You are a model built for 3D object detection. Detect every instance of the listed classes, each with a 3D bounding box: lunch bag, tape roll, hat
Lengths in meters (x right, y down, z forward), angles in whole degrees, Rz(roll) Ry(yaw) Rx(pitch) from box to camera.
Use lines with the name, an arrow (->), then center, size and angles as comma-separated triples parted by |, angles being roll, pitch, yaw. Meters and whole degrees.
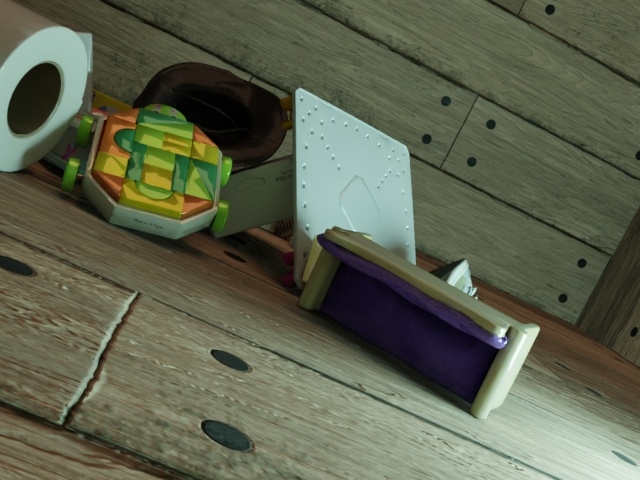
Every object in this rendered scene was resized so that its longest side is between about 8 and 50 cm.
lunch bag -> -0.454, -0.186, 1.526 | 0.224, 0.107, 0.279 | 18, 10, -45
tape roll -> -0.506, -0.251, 1.225 | 0.169, 0.246, 0.246 | 27, 6, 9
hat -> -0.227, -0.218, 1.614 | 0.331, 0.134, 0.331 | 11, 43, -10

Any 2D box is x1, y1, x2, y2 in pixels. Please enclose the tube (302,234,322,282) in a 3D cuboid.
tube -> 0.064, 0.086, 1.445 | 0.240, 0.062, 0.070 | 34, 18, -31

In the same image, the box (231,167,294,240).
box -> -0.119, -0.080, 2.006 | 0.275, 0.113, 0.094 | 23, 8, -17

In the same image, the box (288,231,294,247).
box -> 0.000, 0.000, 1.931 | 0.102, 0.087, 0.101 | 32, 9, 37

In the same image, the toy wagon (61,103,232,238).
toy wagon -> -0.285, -0.145, 1.356 | 0.267, 0.068, 0.344 | 15, 41, -17

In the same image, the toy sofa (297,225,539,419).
toy sofa -> 0.138, 0.120, 1.237 | 0.363, 0.150, 0.177 | 30, 12, 28

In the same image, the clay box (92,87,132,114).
clay box -> -0.555, -0.308, 2.018 | 0.222, 0.127, 0.053 | 24, 6, -17

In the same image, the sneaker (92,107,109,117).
sneaker -> -0.451, -0.220, 1.941 | 0.314, 0.116, 0.136 | 11, 26, -44

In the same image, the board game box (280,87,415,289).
board game box -> 0.062, -0.060, 1.579 | 0.050, 0.389, 0.390 | -14, -21, 36

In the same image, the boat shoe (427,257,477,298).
boat shoe -> 0.226, 0.122, 1.477 | 0.103, 0.118, 0.320 | 63, 23, -8

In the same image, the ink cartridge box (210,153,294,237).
ink cartridge box -> -0.131, -0.100, 1.658 | 0.207, 0.117, 0.283 | -16, 8, 2

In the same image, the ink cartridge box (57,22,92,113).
ink cartridge box -> -0.616, -0.367, 1.703 | 0.198, 0.197, 0.270 | -3, 19, -26
